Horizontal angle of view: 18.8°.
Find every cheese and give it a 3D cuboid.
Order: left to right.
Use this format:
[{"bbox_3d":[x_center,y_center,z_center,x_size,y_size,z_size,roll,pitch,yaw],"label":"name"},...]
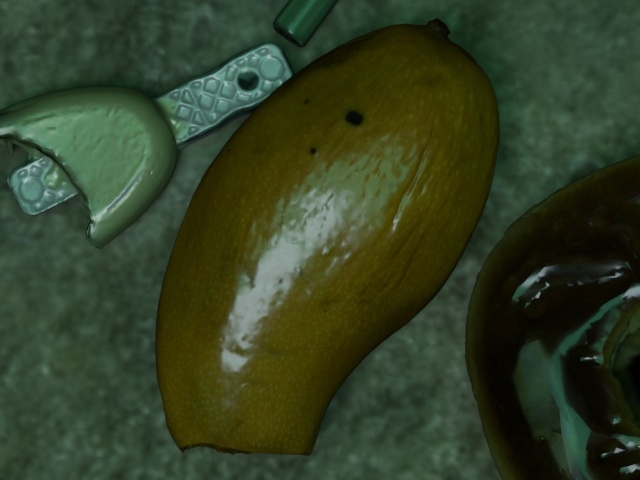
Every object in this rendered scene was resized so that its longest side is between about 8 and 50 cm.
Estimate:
[{"bbox_3d":[-0.129,-0.084,1.444,0.235,0.050,0.127,-28,82,-4],"label":"cheese"}]

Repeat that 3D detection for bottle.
[{"bbox_3d":[-0.001,-0.187,1.464,0.030,0.030,0.083,36,85,3],"label":"bottle"}]

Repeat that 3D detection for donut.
[{"bbox_3d":[0.268,0.098,1.347,0.330,0.160,0.330,-8,69,21],"label":"donut"}]

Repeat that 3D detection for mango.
[{"bbox_3d":[-0.004,-0.001,1.390,0.187,0.144,0.359,38,88,6],"label":"mango"}]
